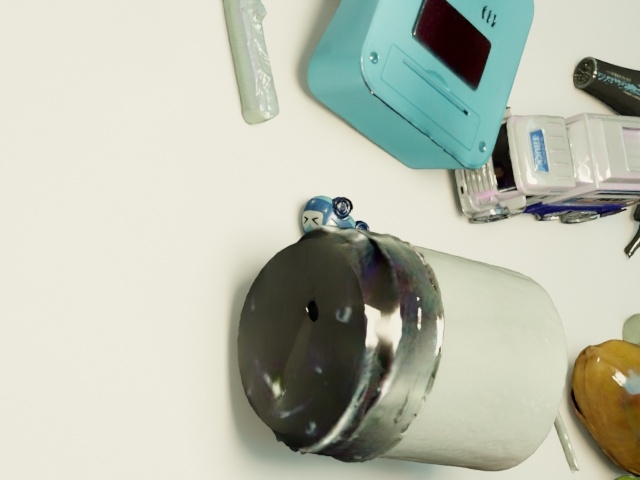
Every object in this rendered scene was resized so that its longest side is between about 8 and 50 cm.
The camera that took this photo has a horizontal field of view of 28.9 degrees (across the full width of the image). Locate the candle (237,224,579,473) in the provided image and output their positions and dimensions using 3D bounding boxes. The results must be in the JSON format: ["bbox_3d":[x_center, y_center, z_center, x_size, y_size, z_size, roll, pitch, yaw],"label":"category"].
[{"bbox_3d":[0.106,0.115,1.224,0.342,0.221,0.221,13,70,-36],"label":"candle"}]

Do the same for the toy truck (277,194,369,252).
[{"bbox_3d":[0.000,0.000,1.283,0.090,0.056,0.073,-49,118,-25],"label":"toy truck"}]

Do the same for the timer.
[{"bbox_3d":[0.120,-0.226,1.372,0.232,0.091,0.250,34,72,-37],"label":"timer"}]

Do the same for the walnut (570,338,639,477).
[{"bbox_3d":[0.392,0.210,1.521,0.245,0.137,0.137,43,54,-25],"label":"walnut"}]

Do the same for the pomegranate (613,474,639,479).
[{"bbox_3d":[0.375,0.331,1.520,0.084,0.073,0.073,-44,113,0],"label":"pomegranate"}]

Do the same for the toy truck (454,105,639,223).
[{"bbox_3d":[0.294,-0.093,1.494,0.268,0.155,0.124,-2,80,-41],"label":"toy truck"}]

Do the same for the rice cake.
[{"bbox_3d":[-0.073,-0.210,1.278,0.030,0.042,0.180,-6,83,-45],"label":"rice cake"}]

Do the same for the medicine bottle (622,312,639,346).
[{"bbox_3d":[0.442,0.127,1.642,0.083,0.047,0.047,19,67,-37],"label":"medicine bottle"}]

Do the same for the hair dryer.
[{"bbox_3d":[0.432,-0.108,1.679,0.235,0.091,0.271,17,71,-27],"label":"hair dryer"}]
